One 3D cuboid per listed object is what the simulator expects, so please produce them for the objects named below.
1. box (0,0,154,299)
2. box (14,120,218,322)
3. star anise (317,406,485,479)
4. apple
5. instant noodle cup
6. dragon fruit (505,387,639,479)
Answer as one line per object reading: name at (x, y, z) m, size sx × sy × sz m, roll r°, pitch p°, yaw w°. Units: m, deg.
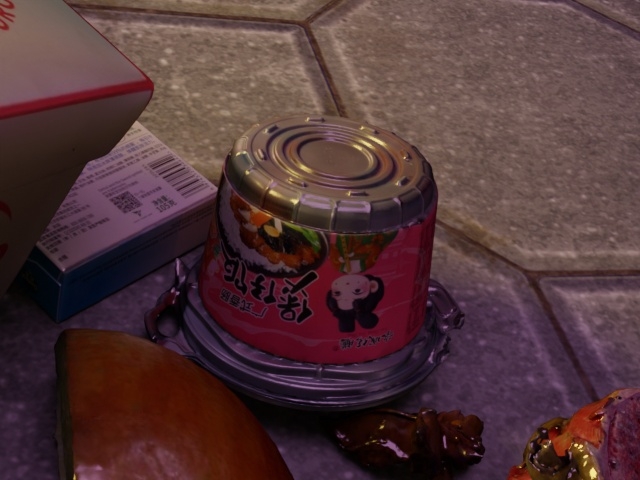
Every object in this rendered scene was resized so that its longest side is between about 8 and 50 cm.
box at (-0.371, -0.084, 0.731) m, size 0.314 × 0.300 × 0.312 m, roll 42°, pitch 25°, yaw 6°
box at (-0.214, -0.027, 0.993) m, size 0.139 × 0.073 × 0.194 m, roll 39°, pitch 45°, yaw 21°
star anise at (0.093, 0.208, 0.877) m, size 0.158 × 0.144 × 0.140 m, roll 5°, pitch -2°, yaw -25°
apple at (-0.115, 0.198, 0.750) m, size 0.179 × 0.254 × 0.346 m, roll -26°, pitch 46°, yaw 11°
instant noodle cup at (0.000, 0.000, 0.928) m, size 0.302 × 0.182 × 0.258 m, roll -11°, pitch 37°, yaw -29°
dragon fruit at (0.236, 0.221, 0.830) m, size 0.282 × 0.147 × 0.211 m, roll 19°, pitch 47°, yaw -25°
